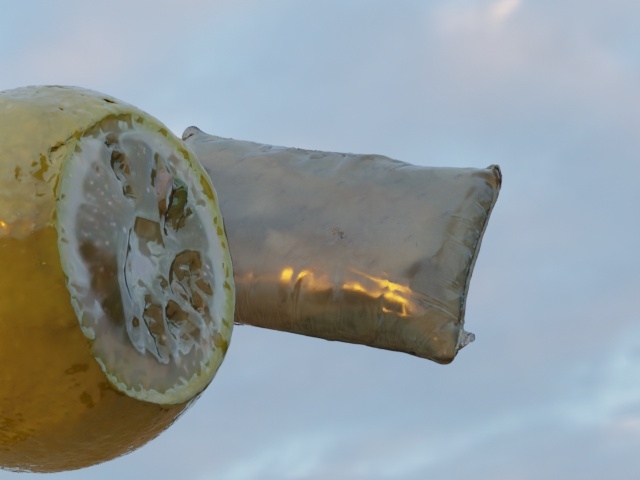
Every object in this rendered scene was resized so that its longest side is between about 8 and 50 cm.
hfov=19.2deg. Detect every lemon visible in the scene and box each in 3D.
[{"bbox_3d":[-0.189,0.029,1.185,0.219,0.240,0.240,-13,-24,30],"label":"lemon"}]

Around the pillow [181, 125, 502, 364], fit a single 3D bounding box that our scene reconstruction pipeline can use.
[{"bbox_3d":[0.000,0.000,1.598,0.302,0.185,0.075,8,-25,18],"label":"pillow"}]
